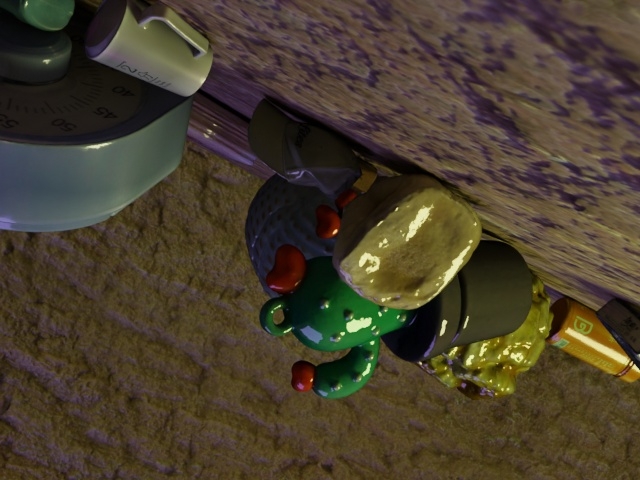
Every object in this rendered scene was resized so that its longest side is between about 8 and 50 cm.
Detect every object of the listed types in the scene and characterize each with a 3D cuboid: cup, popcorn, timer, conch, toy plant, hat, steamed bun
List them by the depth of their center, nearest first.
[{"bbox_3d":[-0.162,-0.197,0.912,0.116,0.074,0.104,23,153,-36],"label":"cup"},{"bbox_3d":[-0.370,-0.171,1.107,0.395,0.173,0.395,14,-144,-10],"label":"timer"},{"bbox_3d":[0.096,-0.017,1.149,0.141,0.172,0.155,40,-168,-26],"label":"steamed bun"},{"bbox_3d":[-0.013,-0.119,1.151,0.166,0.081,0.122,42,-144,-11],"label":"hat"},{"bbox_3d":[0.100,0.089,1.298,0.400,0.279,0.185,-2,-143,-31],"label":"toy plant"},{"bbox_3d":[-0.015,0.006,1.510,0.215,0.303,0.319,-16,157,3],"label":"conch"},{"bbox_3d":[0.263,0.130,1.621,0.282,0.247,0.282,34,-172,-5],"label":"popcorn"}]

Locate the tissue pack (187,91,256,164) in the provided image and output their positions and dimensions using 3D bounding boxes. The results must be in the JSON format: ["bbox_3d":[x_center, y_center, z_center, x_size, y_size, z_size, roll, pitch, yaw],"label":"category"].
[{"bbox_3d":[-0.254,-0.228,1.478,0.325,0.071,0.170,27,-179,-38],"label":"tissue pack"}]

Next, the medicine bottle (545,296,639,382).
[{"bbox_3d":[0.524,0.189,1.753,0.192,0.096,0.096,27,179,-8],"label":"medicine bottle"}]

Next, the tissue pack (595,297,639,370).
[{"bbox_3d":[0.481,0.163,1.361,0.156,0.051,0.112,45,-175,-34],"label":"tissue pack"}]

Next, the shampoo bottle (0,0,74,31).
[{"bbox_3d":[-0.416,-0.322,1.070,0.258,0.061,0.104,27,-174,12],"label":"shampoo bottle"}]

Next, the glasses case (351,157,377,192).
[{"bbox_3d":[-0.006,-0.121,1.262,0.170,0.041,0.064,27,178,-14],"label":"glasses case"}]
